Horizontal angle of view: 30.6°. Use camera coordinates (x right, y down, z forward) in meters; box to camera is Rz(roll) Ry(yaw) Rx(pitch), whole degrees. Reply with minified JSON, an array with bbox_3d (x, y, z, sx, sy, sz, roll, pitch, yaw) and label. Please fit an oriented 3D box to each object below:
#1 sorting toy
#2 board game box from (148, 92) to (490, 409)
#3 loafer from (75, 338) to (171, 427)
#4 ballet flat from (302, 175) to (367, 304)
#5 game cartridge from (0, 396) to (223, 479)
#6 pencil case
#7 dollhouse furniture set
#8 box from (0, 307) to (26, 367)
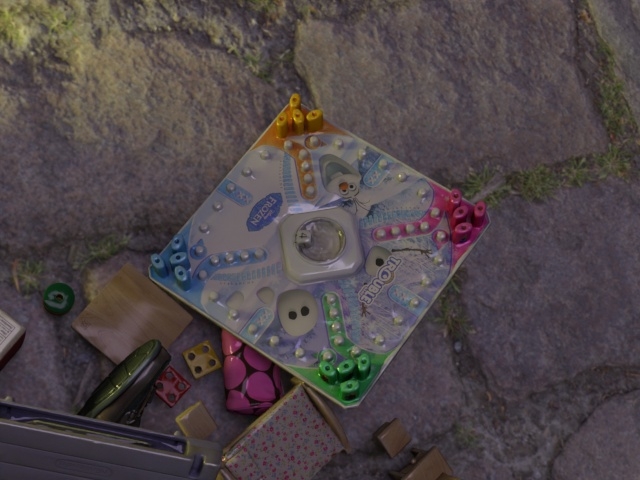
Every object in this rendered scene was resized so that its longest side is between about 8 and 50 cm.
[{"bbox_3d":[-0.280,0.133,1.774,0.274,0.046,0.132,40,66,-2],"label":"sorting toy"},{"bbox_3d":[0.000,0.000,1.788,0.390,0.050,0.390,32,67,16],"label":"board game box"},{"bbox_3d":[-0.304,0.261,1.691,0.267,0.096,0.084,-46,108,-2],"label":"loafer"},{"bbox_3d":[-0.007,0.028,1.868,0.123,0.123,0.348,27,68,-8],"label":"ballet flat"},{"bbox_3d":[-0.335,0.333,1.608,0.355,0.230,0.068,14,38,-13],"label":"game cartridge"},{"bbox_3d":[-0.103,0.165,1.797,0.098,0.095,0.209,-4,73,-4],"label":"pencil case"},{"bbox_3d":[0.024,0.307,1.688,0.303,0.174,0.355,-40,109,-24],"label":"dollhouse furniture set"},{"bbox_3d":[-0.544,0.178,1.635,0.149,0.127,0.232,39,67,-3],"label":"box"}]
